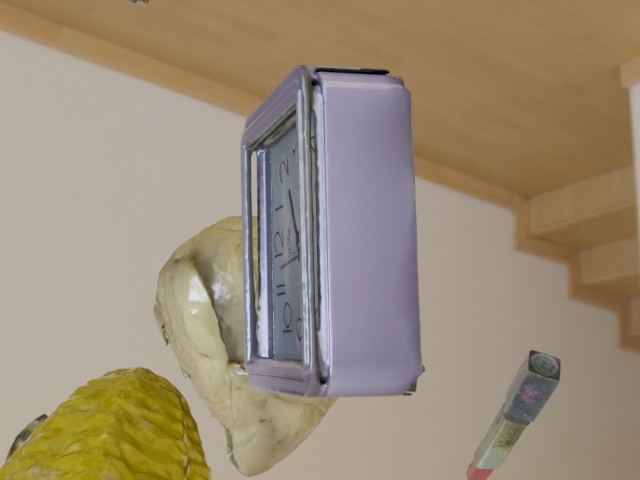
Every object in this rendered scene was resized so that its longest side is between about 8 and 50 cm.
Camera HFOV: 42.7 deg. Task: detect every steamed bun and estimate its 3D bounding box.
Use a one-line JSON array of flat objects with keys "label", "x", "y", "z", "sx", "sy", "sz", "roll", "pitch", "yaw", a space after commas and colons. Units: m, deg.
[{"label": "steamed bun", "x": -0.091, "y": 0.148, "z": 1.208, "sx": 0.231, "sy": 0.372, "sz": 0.325, "roll": -25, "pitch": -176, "yaw": -20}]

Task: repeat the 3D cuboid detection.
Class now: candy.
[{"label": "candy", "x": -0.090, "y": 0.121, "z": 0.333, "sx": 0.106, "sy": 0.094, "sz": 0.199, "roll": 25, "pitch": -159, "yaw": -12}]

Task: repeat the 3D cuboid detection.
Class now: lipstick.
[{"label": "lipstick", "x": 0.296, "y": 0.296, "z": 1.289, "sx": 0.051, "sy": 0.051, "sz": 0.312, "roll": 17, "pitch": 130, "yaw": 2}]

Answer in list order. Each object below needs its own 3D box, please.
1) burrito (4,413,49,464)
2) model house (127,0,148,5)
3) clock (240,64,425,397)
[{"label": "burrito", "x": -0.220, "y": 0.279, "z": 0.828, "sx": 0.228, "sy": 0.089, "sz": 0.144, "roll": 53, "pitch": 152, "yaw": -15}, {"label": "model house", "x": -0.096, "y": -0.210, "z": 0.394, "sx": 0.106, "sy": 0.152, "sz": 0.165, "roll": 33, "pitch": -174, "yaw": -12}, {"label": "clock", "x": 0.000, "y": 0.000, "z": 0.522, "sx": 0.073, "sy": 0.193, "sz": 0.145, "roll": 1, "pitch": 172, "yaw": -20}]
